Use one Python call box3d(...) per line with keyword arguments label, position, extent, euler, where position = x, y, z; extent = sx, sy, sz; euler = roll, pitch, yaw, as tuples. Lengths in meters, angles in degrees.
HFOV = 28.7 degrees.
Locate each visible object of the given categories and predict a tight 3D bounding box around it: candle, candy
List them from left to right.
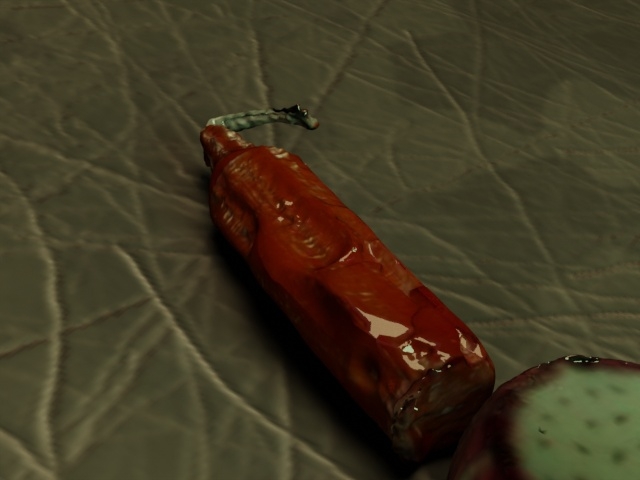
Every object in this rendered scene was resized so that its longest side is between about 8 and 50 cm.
box3d(label="candle", position=(0.000, 0.000, 0.394), extent=(0.053, 0.048, 0.162), euler=(25, 17, -46))
box3d(label="candy", position=(0.082, 0.074, 0.324), extent=(0.103, 0.043, 0.103), euler=(11, 34, -7))
